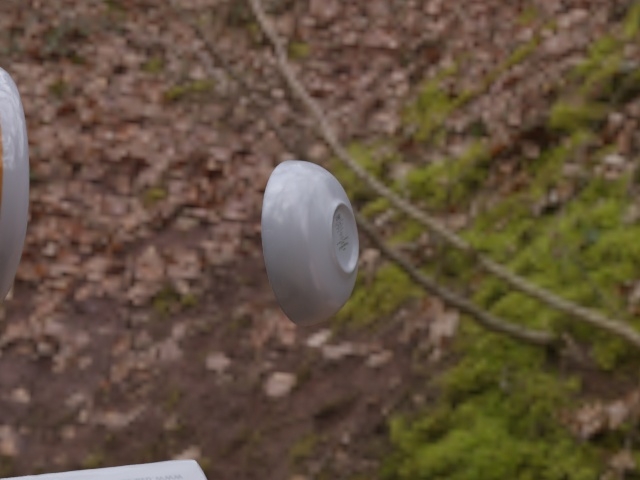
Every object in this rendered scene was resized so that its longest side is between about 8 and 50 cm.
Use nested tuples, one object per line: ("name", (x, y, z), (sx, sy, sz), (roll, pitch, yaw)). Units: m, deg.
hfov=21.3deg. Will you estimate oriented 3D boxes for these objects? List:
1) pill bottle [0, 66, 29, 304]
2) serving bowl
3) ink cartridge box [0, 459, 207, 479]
("pill bottle", (-0.246, -0.026, 0.741), (0.216, 0.121, 0.121), (3, -3, -25))
("serving bowl", (0.000, 0.000, 0.845), (0.027, 0.083, 0.083), (-7, -9, 22))
("ink cartridge box", (-0.063, 0.127, 0.330), (0.145, 0.179, 0.045), (-2, -44, -28))
